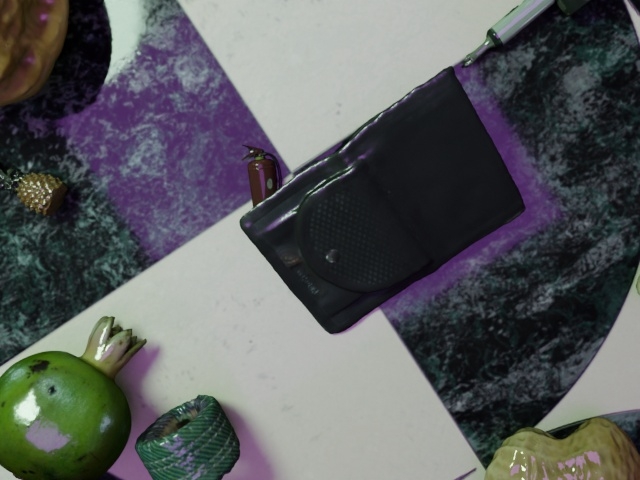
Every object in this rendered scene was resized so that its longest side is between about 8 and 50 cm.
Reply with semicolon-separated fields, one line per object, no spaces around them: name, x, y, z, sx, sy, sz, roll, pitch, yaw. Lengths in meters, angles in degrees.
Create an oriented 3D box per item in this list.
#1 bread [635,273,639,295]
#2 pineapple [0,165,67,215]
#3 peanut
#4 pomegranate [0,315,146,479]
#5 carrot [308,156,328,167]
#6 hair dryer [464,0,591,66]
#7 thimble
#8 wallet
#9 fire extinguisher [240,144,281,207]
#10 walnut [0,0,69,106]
bread;0.526;0.032;0.914;0.214;0.053;0.073;-15;100;-2
pineapple;-0.400;-0.080;0.887;0.124;0.058;0.058;28;95;1
peanut;0.339;0.342;0.918;0.233;0.110;0.197;-12;97;2
pomegranate;-0.318;0.205;0.870;0.187;0.187;0.225;36;68;-5
carrot;0.082;-0.091;0.887;0.225;0.067;0.067;-10;97;-2
hair dryer;0.261;-0.300;0.877;0.197;0.057;0.100;-41;94;9
thimble;-0.173;0.271;0.888;0.118;0.135;0.090;-26;97;-2
wallet;0.083;-0.034;0.860;0.323;0.041;0.247;-35;123;6
fire extinguisher;-0.074;-0.064;0.900;0.056;0.039;0.132;-11;97;-33
walnut;-0.417;-0.280;0.777;0.257;0.224;0.257;-1;94;-8
